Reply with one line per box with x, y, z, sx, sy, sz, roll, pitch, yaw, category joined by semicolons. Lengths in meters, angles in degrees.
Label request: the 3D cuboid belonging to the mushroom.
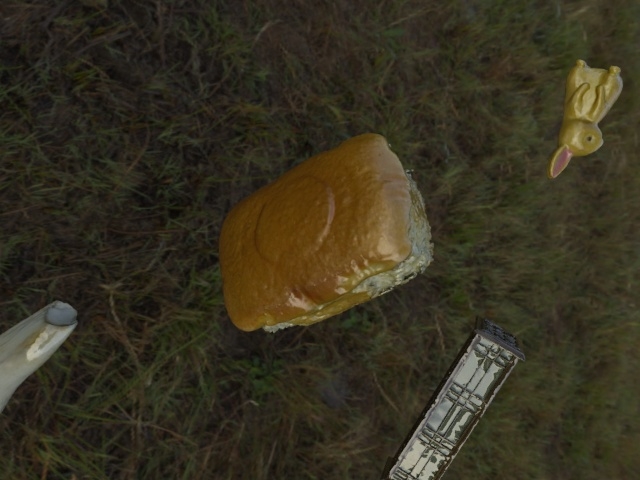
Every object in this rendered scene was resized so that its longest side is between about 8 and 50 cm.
-0.260;0.110;0.474;0.054;0.202;0.059;38;23;-36;mushroom

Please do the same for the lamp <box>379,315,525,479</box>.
0.211;0.284;0.999;0.325;0.090;0.089;-62;170;16;lamp

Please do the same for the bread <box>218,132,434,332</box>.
0.000;0.000;0.664;0.121;0.246;0.174;40;37;-43;bread

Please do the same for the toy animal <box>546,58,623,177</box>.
0.352;-0.155;0.830;0.083;0.070;0.159;12;98;-59;toy animal
